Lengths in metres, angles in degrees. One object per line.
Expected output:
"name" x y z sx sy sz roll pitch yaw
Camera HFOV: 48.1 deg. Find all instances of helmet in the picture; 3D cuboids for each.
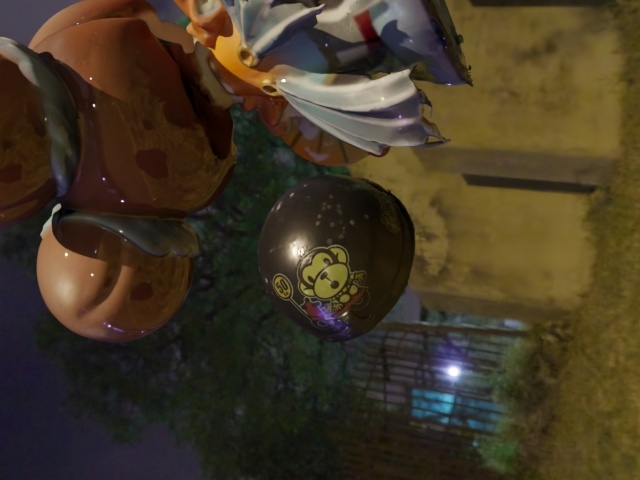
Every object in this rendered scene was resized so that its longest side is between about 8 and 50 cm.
"helmet" 0.000 0.000 1.021 0.160 0.230 0.279 28 -148 -41

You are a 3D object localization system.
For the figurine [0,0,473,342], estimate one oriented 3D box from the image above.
"figurine" -0.088 -0.106 0.557 0.277 0.388 0.248 56 -157 -38
